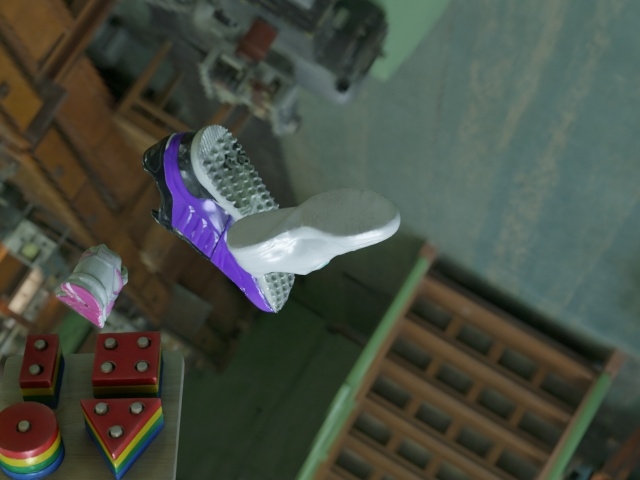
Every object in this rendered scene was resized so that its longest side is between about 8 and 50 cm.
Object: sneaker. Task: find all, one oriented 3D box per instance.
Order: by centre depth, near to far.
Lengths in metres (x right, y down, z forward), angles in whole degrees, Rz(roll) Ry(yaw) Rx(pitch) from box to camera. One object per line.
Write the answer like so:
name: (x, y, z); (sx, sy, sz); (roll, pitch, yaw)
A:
sneaker: (0.000, 0.000, 1.558); (0.212, 0.080, 0.094); (-9, 137, 17)
sneaker: (-0.140, -0.026, 1.713); (0.146, 0.102, 0.293); (-6, 127, 29)
sneaker: (-0.385, 0.074, 2.253); (0.103, 0.111, 0.252); (36, 163, -7)

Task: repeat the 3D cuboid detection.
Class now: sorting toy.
sorting toy: (-0.325, 0.233, 1.779); (0.257, 0.255, 0.089); (-1, 132, 0)
